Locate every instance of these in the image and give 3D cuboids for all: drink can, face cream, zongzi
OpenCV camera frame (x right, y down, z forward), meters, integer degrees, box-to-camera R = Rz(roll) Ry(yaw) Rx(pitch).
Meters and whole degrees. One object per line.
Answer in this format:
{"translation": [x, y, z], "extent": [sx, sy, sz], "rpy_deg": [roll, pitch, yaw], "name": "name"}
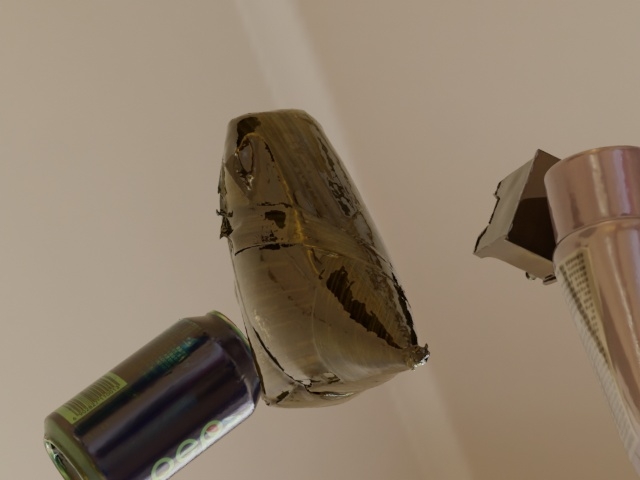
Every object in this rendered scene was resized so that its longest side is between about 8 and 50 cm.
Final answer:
{"translation": [-0.152, 0.159, 1.683], "extent": [0.205, 0.118, 0.118], "rpy_deg": [-36, -55, -19], "name": "drink can"}
{"translation": [0.231, 0.069, 1.338], "extent": [0.154, 0.096, 0.274], "rpy_deg": [77, -175, -71], "name": "face cream"}
{"translation": [0.000, 0.000, 1.241], "extent": [0.242, 0.112, 0.221], "rpy_deg": [143, 112, -73], "name": "zongzi"}

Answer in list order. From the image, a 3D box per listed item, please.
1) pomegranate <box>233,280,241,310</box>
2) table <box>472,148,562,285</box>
{"translation": [-0.044, 0.066, 2.193], "extent": [0.169, 0.148, 0.148], "rpy_deg": [-50, -48, -66], "name": "pomegranate"}
{"translation": [0.178, -0.015, 1.467], "extent": [0.070, 0.082, 0.083], "rpy_deg": [25, -108, -10], "name": "table"}
